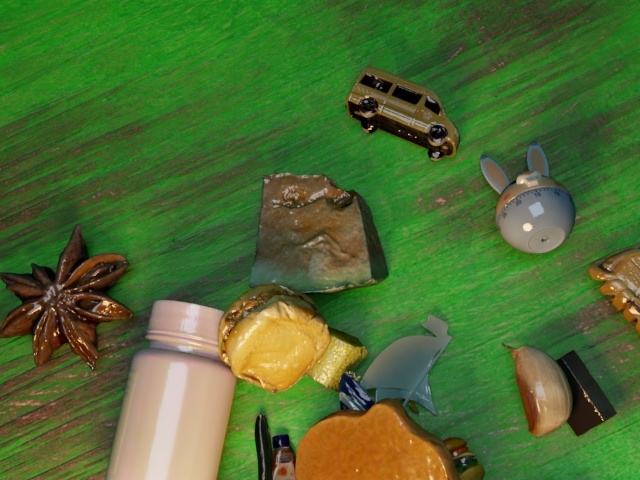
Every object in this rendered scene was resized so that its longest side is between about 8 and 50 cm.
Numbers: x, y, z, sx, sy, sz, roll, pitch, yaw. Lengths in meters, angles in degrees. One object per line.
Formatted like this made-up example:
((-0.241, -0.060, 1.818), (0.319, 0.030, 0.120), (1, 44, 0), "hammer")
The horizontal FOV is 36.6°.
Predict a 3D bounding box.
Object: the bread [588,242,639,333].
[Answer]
((0.640, 0.107, 1.903), (0.134, 0.081, 0.225), (-34, 72, -8), "bread")

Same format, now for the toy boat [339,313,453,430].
((0.170, 0.271, 1.909), (0.220, 0.067, 0.291), (39, 76, -6), "toy boat")

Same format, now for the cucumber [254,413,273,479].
((-0.111, 0.439, 1.929), (0.036, 0.033, 0.184), (1, 74, -19), "cucumber")

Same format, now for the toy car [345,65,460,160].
((0.186, -0.271, 2.045), (0.257, 0.101, 0.124), (24, 76, 13), "toy car")

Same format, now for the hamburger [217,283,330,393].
((-0.089, 0.180, 1.814), (0.214, 0.214, 0.108), (-33, 35, -2), "hamburger")

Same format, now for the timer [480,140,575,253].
((0.417, -0.098, 1.943), (0.175, 0.175, 0.255), (-13, 73, 3), "timer")

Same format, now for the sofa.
((0.500, 0.296, 1.884), (0.060, 0.085, 0.147), (-17, 68, -41), "sofa")

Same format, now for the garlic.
((0.412, 0.275, 1.865), (0.090, 0.128, 0.198), (-16, 74, -24), "garlic")

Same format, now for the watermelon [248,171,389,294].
((0.002, 0.013, 1.983), (0.264, 0.151, 0.302), (-4, 57, 9), "watermelon")

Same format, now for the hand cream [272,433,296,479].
((-0.070, 0.467, 1.911), (0.062, 0.039, 0.163), (1, 71, -29), "hand cream")

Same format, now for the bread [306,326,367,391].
((0.020, 0.229, 1.923), (0.111, 0.129, 0.114), (27, 85, 29), "bread")

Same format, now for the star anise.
((-0.544, 0.119, 2.027), (0.315, 0.108, 0.315), (-3, 75, 9), "star anise")

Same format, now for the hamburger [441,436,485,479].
((0.227, 0.444, 1.826), (0.162, 0.162, 0.115), (-32, 70, -2), "hamburger")

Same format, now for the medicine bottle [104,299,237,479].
((-0.279, 0.320, 1.885), (0.213, 0.213, 0.378), (9, 77, 9), "medicine bottle")

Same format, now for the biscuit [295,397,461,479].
((0.118, 0.487, 1.782), (0.365, 0.062, 0.385), (-34, 75, 37), "biscuit")
